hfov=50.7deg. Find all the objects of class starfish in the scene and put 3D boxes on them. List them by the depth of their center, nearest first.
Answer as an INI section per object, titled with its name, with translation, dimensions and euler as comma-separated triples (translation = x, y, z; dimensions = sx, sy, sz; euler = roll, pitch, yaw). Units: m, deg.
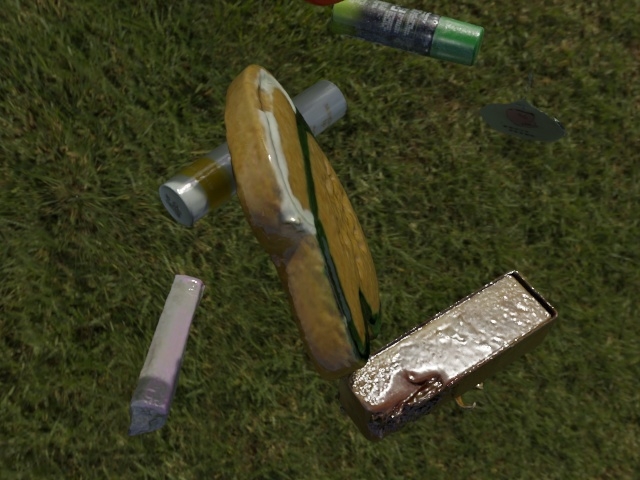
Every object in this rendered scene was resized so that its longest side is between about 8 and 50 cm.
[starfish]
translation = 0.333, 0.307, 1.642
dimensions = 0.146, 0.074, 0.189
euler = -21, 95, -55

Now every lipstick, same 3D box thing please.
[lipstick]
translation = -0.073, -0.111, 0.811
dimensions = 0.264, 0.059, 0.059
euler = -40, 106, -31

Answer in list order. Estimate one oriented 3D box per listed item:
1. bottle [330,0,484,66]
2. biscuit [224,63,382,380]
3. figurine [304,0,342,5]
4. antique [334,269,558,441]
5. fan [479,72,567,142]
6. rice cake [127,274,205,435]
[bottle]
translation = 0.191, -0.468, 1.501
dimensions = 0.330, 0.093, 0.093
euler = 18, 87, 13
[biscuit]
translation = 0.002, -0.001, 0.691
dimensions = 0.057, 0.287, 0.343
euler = -19, 139, 12
[figurine]
translation = 0.045, -0.360, 0.690
dimensions = 0.208, 0.181, 0.257
euler = 20, 81, -40
[antique]
translation = 0.171, 0.158, 0.920
dimensions = 0.310, 0.087, 0.093
euler = -26, 59, -21
[fan]
translation = 0.394, -0.253, 1.311
dimensions = 0.182, 0.310, 0.010
euler = 17, 82, 17
[rice cake]
translation = -0.286, 0.197, 1.288
dimensions = 0.070, 0.399, 0.064
euler = 10, 125, -5
